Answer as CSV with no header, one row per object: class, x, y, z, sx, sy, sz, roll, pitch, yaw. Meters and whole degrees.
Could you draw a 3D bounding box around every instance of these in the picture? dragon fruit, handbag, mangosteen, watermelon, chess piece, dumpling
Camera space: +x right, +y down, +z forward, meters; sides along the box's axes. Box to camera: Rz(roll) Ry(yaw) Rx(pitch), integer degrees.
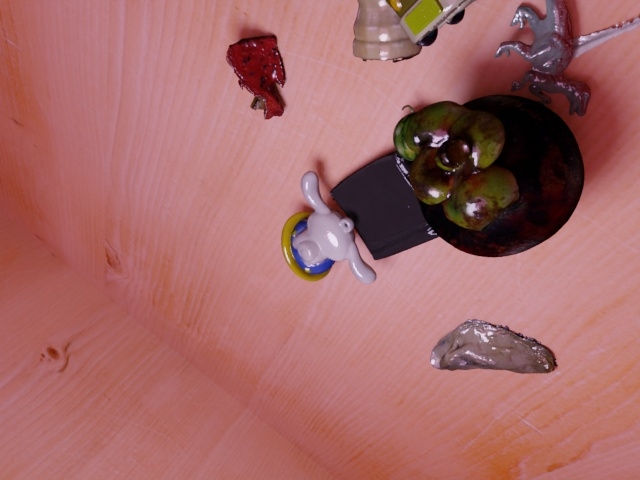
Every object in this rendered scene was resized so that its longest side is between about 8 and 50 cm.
dragon fruit,-0.137,-0.382,1.115,0.192,0.122,0.092,62,172,-25
handbag,0.165,-0.083,1.118,0.247,0.080,0.223,-26,99,47
mangosteen,0.299,-0.113,0.834,0.311,0.311,0.311,19,132,22
watermelon,0.198,-0.218,0.971,0.109,0.109,0.109,19,132,22
chess piece,0.107,-0.471,0.809,0.137,0.137,0.301,12,129,28
dumpling,0.418,0.294,1.229,0.332,0.086,0.166,-12,118,36

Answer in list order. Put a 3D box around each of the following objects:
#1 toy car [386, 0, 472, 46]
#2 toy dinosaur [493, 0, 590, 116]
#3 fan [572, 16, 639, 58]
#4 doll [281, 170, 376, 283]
toy car,0.188,-0.436,0.696,0.198,0.248,0.204,53,156,-8
toy dinosaur,0.380,-0.333,0.777,0.167,0.053,0.242,17,127,23
fan,0.543,-0.349,0.659,0.414,0.012,0.233,-19,100,46
doll,-0.022,-0.018,1.206,0.242,0.159,0.311,14,129,61
